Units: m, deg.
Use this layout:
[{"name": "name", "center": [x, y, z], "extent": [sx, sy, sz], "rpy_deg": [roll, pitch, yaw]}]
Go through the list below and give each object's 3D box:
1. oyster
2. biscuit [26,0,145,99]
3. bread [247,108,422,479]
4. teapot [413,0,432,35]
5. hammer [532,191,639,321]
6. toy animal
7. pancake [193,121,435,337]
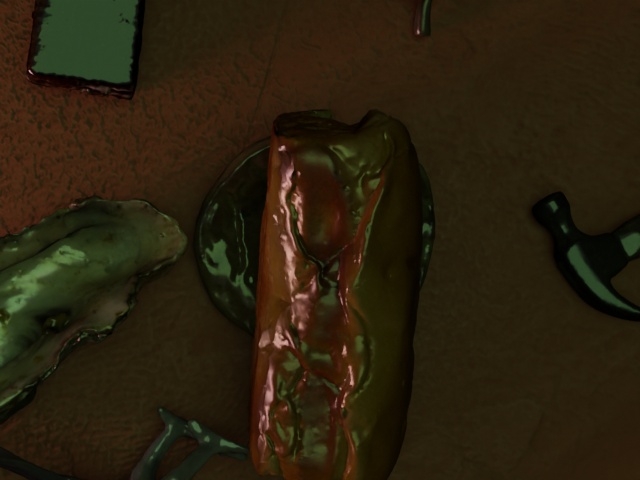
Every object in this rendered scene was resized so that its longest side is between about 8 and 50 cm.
[{"name": "oyster", "center": [-0.282, 0.082, 1.425], "extent": [0.166, 0.110, 0.341], "rpy_deg": [38, 80, -10]}, {"name": "biscuit", "center": [-0.214, -0.264, 1.469], "extent": [0.106, 0.070, 0.252], "rpy_deg": [6, 87, -9]}, {"name": "bread", "center": [0.017, 0.052, 1.395], "extent": [0.148, 0.195, 0.344], "rpy_deg": [3, 102, -5]}, {"name": "teapot", "center": [0.099, -0.260, 1.533], "extent": [0.080, 0.085, 0.110], "rpy_deg": [-26, 122, -31]}, {"name": "hammer", "center": [0.433, -0.073, 1.575], "extent": [0.440, 0.044, 0.168], "rpy_deg": [-32, 92, -9]}, {"name": "toy animal", "center": [-0.161, 0.244, 1.430], "extent": [0.206, 0.081, 0.367], "rpy_deg": [-47, 115, -22]}, {"name": "pancake", "center": [0.000, 0.000, 1.504], "extent": [0.241, 0.050, 0.242], "rpy_deg": [-1, 99, -6]}]
